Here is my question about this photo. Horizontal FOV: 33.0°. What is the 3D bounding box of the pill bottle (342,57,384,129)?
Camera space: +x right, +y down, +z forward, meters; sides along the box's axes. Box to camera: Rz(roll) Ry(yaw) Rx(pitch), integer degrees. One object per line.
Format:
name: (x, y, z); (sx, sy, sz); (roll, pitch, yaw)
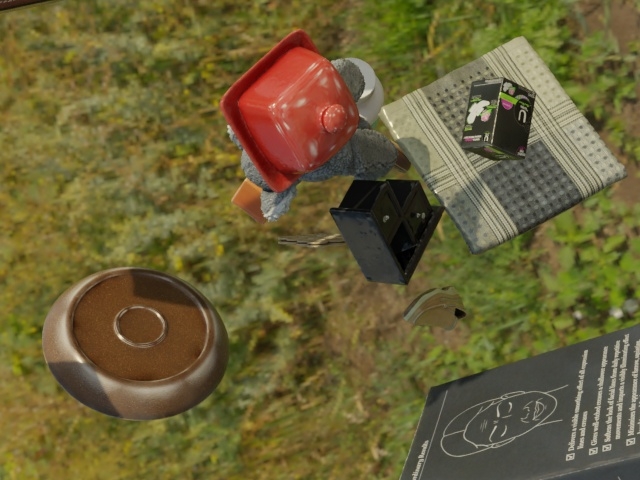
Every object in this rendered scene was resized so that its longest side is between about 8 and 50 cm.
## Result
pill bottle: (0.048, -0.261, 2.172); (0.264, 0.146, 0.146); (107, 139, -68)

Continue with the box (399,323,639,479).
box: (0.336, 0.318, 1.509); (0.395, 0.293, 0.212); (-21, 111, 29)

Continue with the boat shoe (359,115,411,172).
boat shoe: (0.087, -0.172, 2.011); (0.073, 0.207, 0.073); (14, 76, 56)

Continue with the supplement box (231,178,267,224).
supplement box: (-0.069, -0.136, 2.010); (0.078, 0.233, 0.080); (37, 136, -1)

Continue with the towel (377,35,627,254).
towel: (0.305, -0.165, 1.841); (0.324, 0.312, 0.056); (59, 170, 19)

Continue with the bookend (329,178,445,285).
bookend: (0.102, -0.044, 1.589); (0.072, 0.157, 0.156); (5, 140, 34)

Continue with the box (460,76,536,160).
box: (0.208, -0.141, 1.264); (0.052, 0.062, 0.083); (2, 78, 52)

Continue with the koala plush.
koala plush: (-0.039, -0.144, 1.648); (0.221, 0.203, 0.196); (-23, 91, 36)

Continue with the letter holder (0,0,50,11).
letter holder: (-0.308, -0.370, 1.182); (0.152, 0.301, 0.214); (7, 114, 53)

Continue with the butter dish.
butter dish: (-0.013, -0.153, 1.318); (0.118, 0.160, 0.160); (16, 145, 50)

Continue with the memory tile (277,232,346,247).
memory tile: (0.000, 0.000, 1.906); (0.148, 0.113, 0.012); (9, 103, 60)

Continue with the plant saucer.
plant saucer: (-0.299, 0.153, 1.786); (0.311, 0.310, 0.050); (55, 144, 30)

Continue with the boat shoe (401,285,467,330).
boat shoe: (0.210, 0.125, 1.881); (0.072, 0.190, 0.068); (51, 119, 16)
